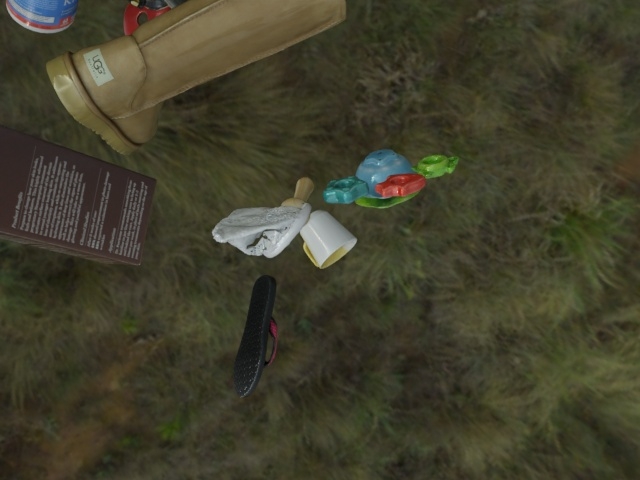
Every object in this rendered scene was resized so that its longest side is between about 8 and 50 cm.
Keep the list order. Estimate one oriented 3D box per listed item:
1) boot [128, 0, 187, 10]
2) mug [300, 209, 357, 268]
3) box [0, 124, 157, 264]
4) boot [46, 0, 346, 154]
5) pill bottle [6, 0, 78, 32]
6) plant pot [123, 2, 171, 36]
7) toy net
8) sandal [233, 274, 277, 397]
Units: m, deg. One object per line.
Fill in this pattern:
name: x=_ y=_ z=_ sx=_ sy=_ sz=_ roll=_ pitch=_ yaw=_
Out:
boot: x=-0.283 y=-0.490 z=1.485 sx=0.138 sy=0.284 sz=0.377 roll=-37 pitch=87 yaw=-14
mug: x=0.000 y=-0.001 z=1.127 sx=0.078 sy=0.064 sz=0.062 roll=-43 pitch=167 yaw=21
box: x=-0.520 y=-0.079 z=1.625 sx=0.381 sy=0.143 sz=0.191 roll=20 pitch=76 yaw=-47
boot: x=-0.106 y=-0.182 z=0.837 sx=0.269 sy=0.236 sz=0.089 roll=-24 pitch=92 yaw=1
pill bottle: x=-0.473 y=-0.481 z=1.462 sx=0.124 sy=0.124 sz=0.221 roll=-8 pitch=152 yaw=-30
plant pot: x=-0.322 y=-0.491 z=1.918 sx=0.191 sy=0.174 sz=0.191 roll=27 pitch=57 yaw=-52
toy net: x=0.015 y=-0.027 z=0.762 sx=0.232 sy=0.122 sz=0.045 roll=-26 pitch=118 yaw=-30
sandal: x=-0.083 y=0.138 z=1.205 sx=0.040 sy=0.067 sz=0.179 roll=25 pitch=67 yaw=-34
